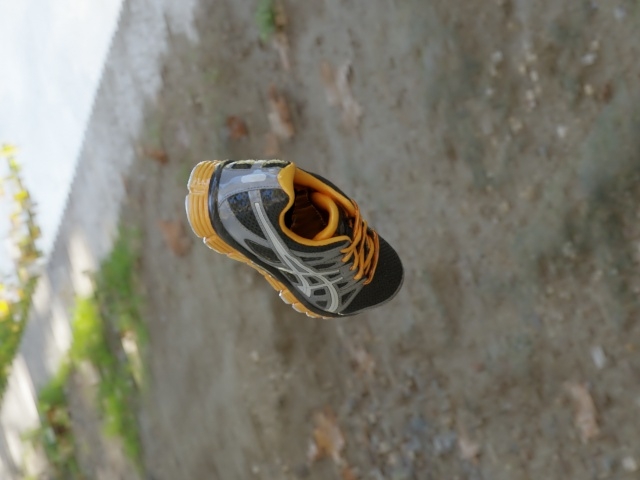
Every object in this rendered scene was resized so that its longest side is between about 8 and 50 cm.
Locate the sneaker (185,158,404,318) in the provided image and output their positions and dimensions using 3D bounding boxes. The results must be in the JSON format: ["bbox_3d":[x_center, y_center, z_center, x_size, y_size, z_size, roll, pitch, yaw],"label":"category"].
[{"bbox_3d":[0.000,0.000,1.095,0.083,0.215,0.084,-12,65,37],"label":"sneaker"}]
